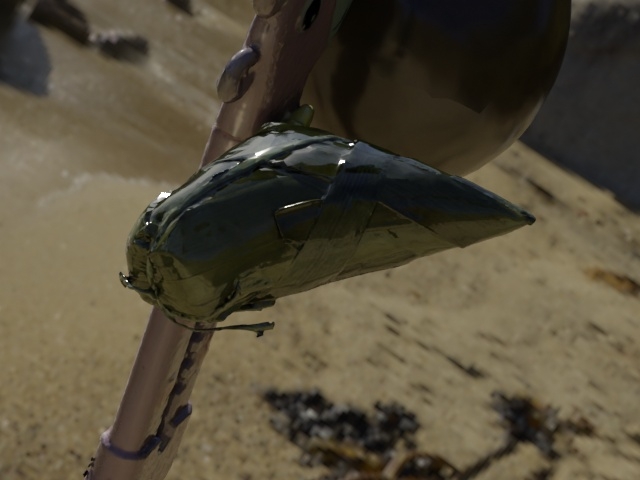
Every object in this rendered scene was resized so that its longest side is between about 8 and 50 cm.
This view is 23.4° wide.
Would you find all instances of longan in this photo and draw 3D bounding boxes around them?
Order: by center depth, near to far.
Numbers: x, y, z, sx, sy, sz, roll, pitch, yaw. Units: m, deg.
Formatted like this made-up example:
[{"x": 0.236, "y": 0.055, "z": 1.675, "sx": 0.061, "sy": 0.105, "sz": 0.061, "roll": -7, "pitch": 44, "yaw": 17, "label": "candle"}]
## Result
[{"x": 0.053, "y": -0.134, "z": 0.890, "sx": 0.198, "sy": 0.212, "sz": 0.198, "roll": 3, "pitch": 0, "yaw": 0, "label": "longan"}]

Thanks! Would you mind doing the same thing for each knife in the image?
[{"x": -0.055, "y": 0.011, "z": 0.816, "sx": 0.038, "sy": 0.398, "sz": 0.132, "roll": 31, "pitch": 31, "yaw": 13, "label": "knife"}]

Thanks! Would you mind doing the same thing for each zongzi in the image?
[{"x": 0.000, "y": 0.000, "z": 0.552, "sx": 0.119, "sy": 0.055, "sz": 0.109, "roll": 14, "pitch": 33, "yaw": 32, "label": "zongzi"}]
